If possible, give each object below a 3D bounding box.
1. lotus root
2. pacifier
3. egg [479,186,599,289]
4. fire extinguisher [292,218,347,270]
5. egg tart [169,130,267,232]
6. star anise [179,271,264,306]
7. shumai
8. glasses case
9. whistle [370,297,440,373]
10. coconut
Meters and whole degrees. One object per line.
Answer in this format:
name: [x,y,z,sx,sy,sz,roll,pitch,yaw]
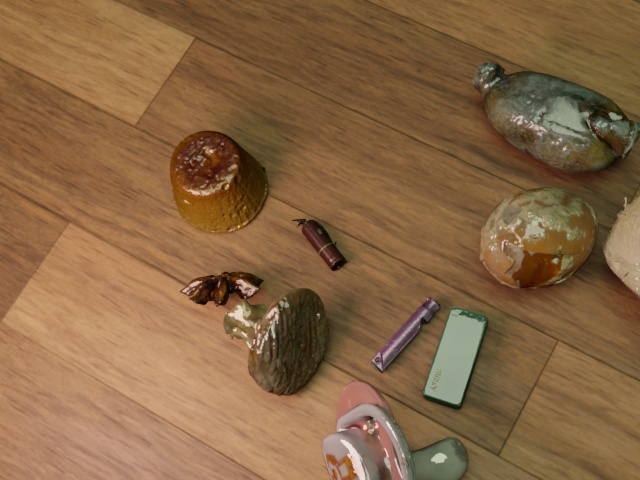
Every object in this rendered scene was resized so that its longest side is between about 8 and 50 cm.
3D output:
lotus root: [0.453,-0.240,2.002,0.350,0.175,0.175,29,75,21]
pacifier: [0.119,0.404,1.773,0.220,0.273,0.332,-27,67,26]
egg: [0.411,-0.006,1.897,0.233,0.195,0.194,-11,68,-11]
fire extinguisher: [0.000,0.000,2.028,0.056,0.039,0.132,-21,63,-37]
egg tart: [-0.213,-0.130,2.048,0.203,0.147,0.202,-2,68,4]
star anise: [-0.189,0.091,1.963,0.168,0.168,0.057,-11,94,3]
shumai: [-0.086,0.181,1.929,0.153,0.161,0.209,17,103,42]
glasses case: [0.256,0.221,1.910,0.078,0.039,0.184,17,72,13]
whistle: [0.164,0.180,1.942,0.033,0.033,0.176,40,79,19]
coconut: [0.681,0.022,1.796,0.297,0.297,0.254,-25,24,-2]
